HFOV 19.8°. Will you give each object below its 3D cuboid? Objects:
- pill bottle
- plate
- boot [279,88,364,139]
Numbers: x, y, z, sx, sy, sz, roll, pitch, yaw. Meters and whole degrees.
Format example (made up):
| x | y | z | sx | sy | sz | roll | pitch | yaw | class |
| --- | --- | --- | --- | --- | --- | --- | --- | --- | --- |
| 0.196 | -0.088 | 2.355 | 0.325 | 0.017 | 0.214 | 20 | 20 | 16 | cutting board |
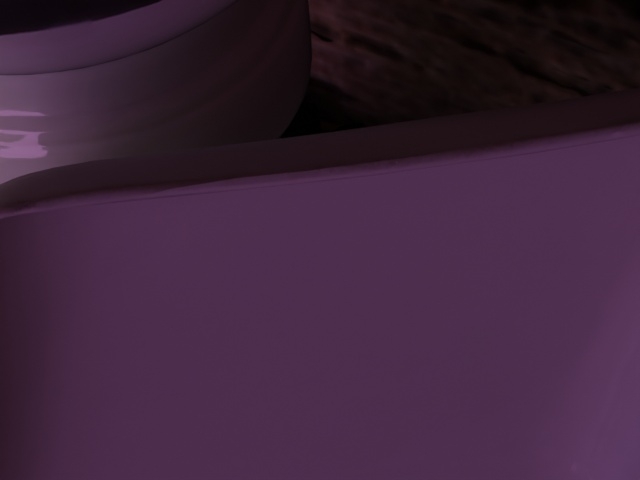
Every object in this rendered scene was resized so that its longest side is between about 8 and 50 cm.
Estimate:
| x | y | z | sx | sy | sz | roll | pitch | yaw | class |
| --- | --- | --- | --- | --- | --- | --- | --- | --- | --- |
| -0.080 | -0.145 | 0.464 | 0.162 | 0.162 | 0.278 | 16 | 141 | 23 | pill bottle |
| 0.010 | 0.042 | 0.583 | 0.278 | 0.277 | 0.045 | 108 | 148 | -52 | plate |
| 0.000 | 0.001 | 0.663 | 0.099 | 0.045 | 0.121 | 21 | 138 | 18 | boot |
